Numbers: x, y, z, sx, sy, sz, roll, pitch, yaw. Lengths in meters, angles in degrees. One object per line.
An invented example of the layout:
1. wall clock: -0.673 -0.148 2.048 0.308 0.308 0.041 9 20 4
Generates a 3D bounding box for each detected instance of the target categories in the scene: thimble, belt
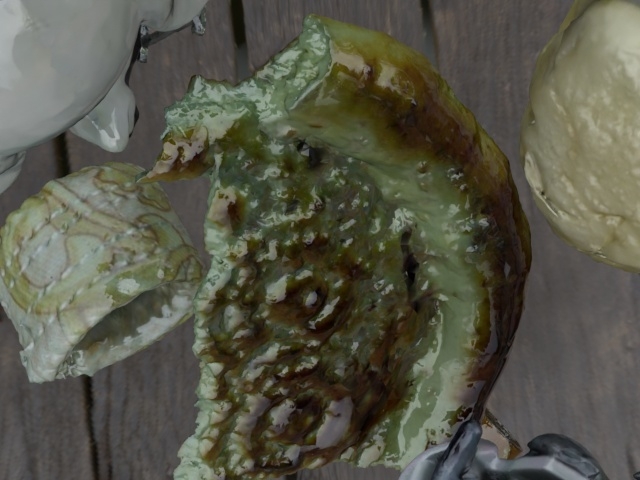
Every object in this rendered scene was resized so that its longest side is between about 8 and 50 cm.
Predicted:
1. thimble: -0.208 0.031 0.956 0.190 0.137 0.143 -35 68 1
2. belt: 0.166 0.195 1.049 0.036 0.059 0.083 -43 115 7

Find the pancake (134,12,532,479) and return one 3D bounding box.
1. pancake: 0.028 0.038 0.755 0.305 0.067 0.426 -17 129 -24

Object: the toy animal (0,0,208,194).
1. toy animal: -0.174 -0.114 0.567 0.174 0.289 0.249 43 113 -6

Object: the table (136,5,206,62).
1. table: -0.320 -0.395 1.270 0.335 0.222 0.272 8 86 -29

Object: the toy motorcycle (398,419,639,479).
1. toy motorcycle: 0.140 0.187 0.628 0.188 0.327 0.143 28 76 4

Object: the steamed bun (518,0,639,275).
1. steamed bun: 0.386 -0.101 1.098 0.372 0.324 0.230 46 56 11
